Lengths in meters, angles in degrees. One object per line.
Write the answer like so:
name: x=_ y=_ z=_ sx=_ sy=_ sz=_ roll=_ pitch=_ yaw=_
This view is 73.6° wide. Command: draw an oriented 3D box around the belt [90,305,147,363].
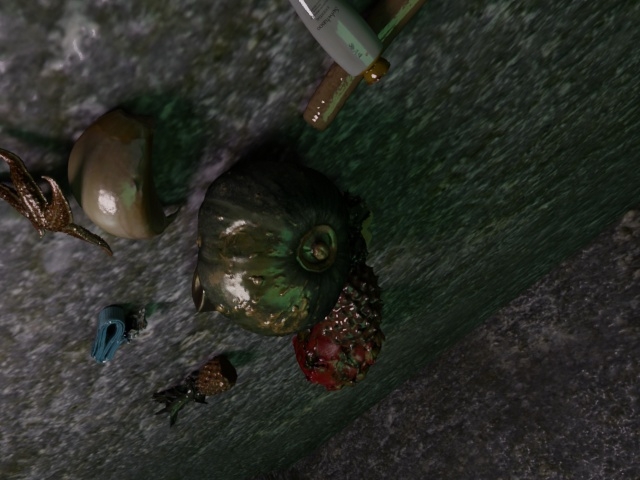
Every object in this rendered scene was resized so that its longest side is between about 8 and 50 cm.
belt: x=-0.486 y=0.227 z=1.018 sx=0.100 sy=0.065 sz=0.179 roll=12 pitch=131 yaw=-34

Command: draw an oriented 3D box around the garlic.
garlic: x=-0.311 y=-0.086 z=0.702 sx=0.164 sy=0.145 sz=0.245 roll=-48 pitch=160 yaw=-32

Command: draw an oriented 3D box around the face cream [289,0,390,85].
face cream: x=0.033 y=-0.316 z=0.651 sx=0.072 sy=0.051 sz=0.182 roll=-39 pitch=121 yaw=25

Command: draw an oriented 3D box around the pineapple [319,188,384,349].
pineapple: x=0.058 y=0.064 z=0.977 sx=0.174 sy=0.175 sz=0.362 roll=-13 pitch=108 yaw=-23

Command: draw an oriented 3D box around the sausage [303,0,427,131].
sausage: x=0.072 y=-0.315 z=0.725 sx=0.065 sy=0.066 sz=0.301 roll=15 pitch=126 yaw=-46

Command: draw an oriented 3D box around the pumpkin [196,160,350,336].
pumpkin: x=-0.093 y=0.018 z=0.817 sx=0.291 sy=0.257 sz=0.328 roll=12 pitch=88 yaw=-40

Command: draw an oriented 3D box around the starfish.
starfish: x=-0.412 y=-0.039 z=0.655 sx=0.213 sy=0.057 sz=0.238 roll=-6 pitch=136 yaw=39

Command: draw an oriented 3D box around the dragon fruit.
dragon fruit: x=0.064 y=0.336 z=1.410 sx=0.291 sy=0.250 sz=0.269 roll=-31 pitch=128 yaw=11

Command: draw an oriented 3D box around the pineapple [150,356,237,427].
pineapple: x=-0.402 y=0.477 z=1.356 sx=0.277 sy=0.119 sz=0.130 roll=-35 pitch=165 yaw=10

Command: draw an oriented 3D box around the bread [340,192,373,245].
bread: x=0.000 y=0.000 z=1.088 sx=0.315 sy=0.054 sz=0.316 roll=-20 pitch=144 yaw=-15

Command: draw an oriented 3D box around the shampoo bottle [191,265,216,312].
shampoo bottle: x=-0.119 y=0.097 z=1.015 sx=0.349 sy=0.084 sz=0.126 roll=-1 pitch=127 yaw=-33
